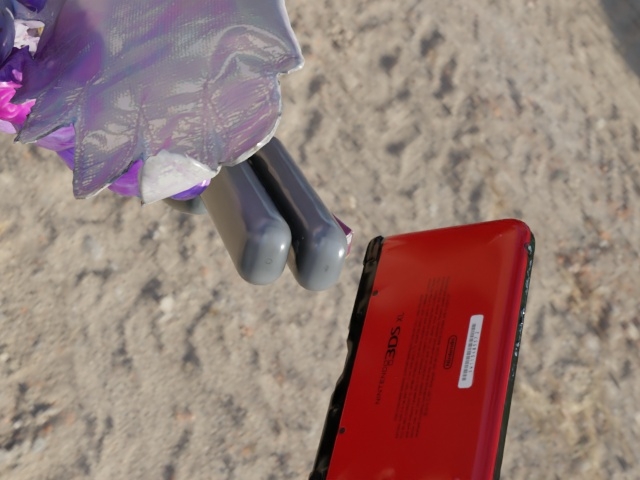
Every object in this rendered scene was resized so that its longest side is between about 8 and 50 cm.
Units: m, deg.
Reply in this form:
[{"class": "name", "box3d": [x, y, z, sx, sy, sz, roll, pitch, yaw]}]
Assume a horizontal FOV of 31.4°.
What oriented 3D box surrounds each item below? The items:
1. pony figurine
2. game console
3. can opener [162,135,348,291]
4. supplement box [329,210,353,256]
[{"class": "pony figurine", "box3d": [-0.170, -0.097, 0.524, 0.363, 0.303, 0.351, 43, 26, -24]}, {"class": "game console", "box3d": [0.047, 0.075, 0.526, 0.085, 0.124, 0.144, 48, 45, -41]}, {"class": "can opener", "box3d": [-0.056, -0.035, 0.782, 0.074, 0.093, 0.280, 5, 21, -22]}, {"class": "supplement box", "box3d": [0.000, 0.000, 1.194, 0.055, 0.083, 0.043, 42, 76, 12]}]
